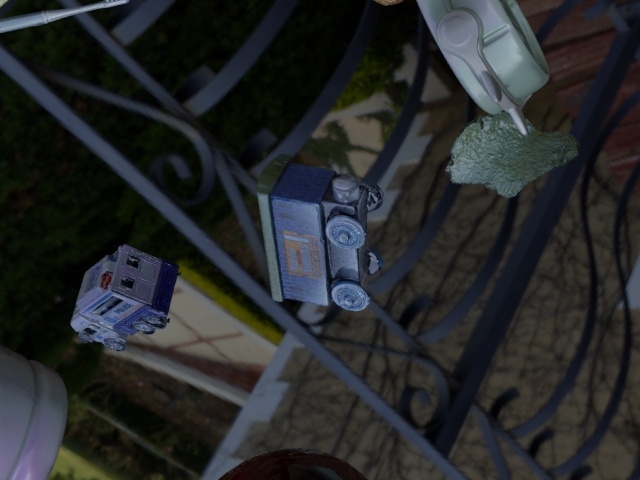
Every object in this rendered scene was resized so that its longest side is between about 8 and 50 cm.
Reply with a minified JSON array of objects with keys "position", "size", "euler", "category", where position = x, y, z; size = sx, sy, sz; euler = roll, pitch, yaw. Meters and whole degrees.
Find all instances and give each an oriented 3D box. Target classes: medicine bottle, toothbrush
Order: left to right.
[{"position":[-0.456,0.176,1.004],"size":[0.325,0.212,0.212],"euler":[30,158,-35],"category":"medicine bottle"},{"position":[-0.500,-0.385,1.660],"size":[0.025,0.342,0.030],"euler":[-118,14,-57],"category":"toothbrush"}]

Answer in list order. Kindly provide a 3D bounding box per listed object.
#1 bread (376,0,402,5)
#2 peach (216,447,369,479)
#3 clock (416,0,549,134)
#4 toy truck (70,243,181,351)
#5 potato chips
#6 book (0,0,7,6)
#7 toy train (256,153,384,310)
[{"position":[0.102,-0.382,1.184],"size":[0.104,0.199,0.199],"euler":[30,154,-18],"category":"bread"},{"position":[-0.048,0.481,1.442],"size":[0.335,0.406,0.310],"euler":[29,116,30],"category":"peach"},{"position":[0.246,-0.317,1.441],"size":[0.108,0.324,0.265],"euler":[-28,152,21],"category":"clock"},{"position":[-0.397,0.115,1.876],"size":[0.155,0.124,0.268],"euler":[26,146,-27],"category":"toy truck"},{"position":[0.360,-0.161,1.789],"size":[0.228,0.167,0.059],"euler":[16,170,9],"category":"potato chips"},{"position":[-0.419,-0.264,1.096],"size":[0.168,0.192,0.013],"euler":[42,174,47],"category":"book"},{"position":[0.000,0.000,1.654],"size":[0.202,0.131,0.300],"euler":[11,136,15],"category":"toy train"}]
